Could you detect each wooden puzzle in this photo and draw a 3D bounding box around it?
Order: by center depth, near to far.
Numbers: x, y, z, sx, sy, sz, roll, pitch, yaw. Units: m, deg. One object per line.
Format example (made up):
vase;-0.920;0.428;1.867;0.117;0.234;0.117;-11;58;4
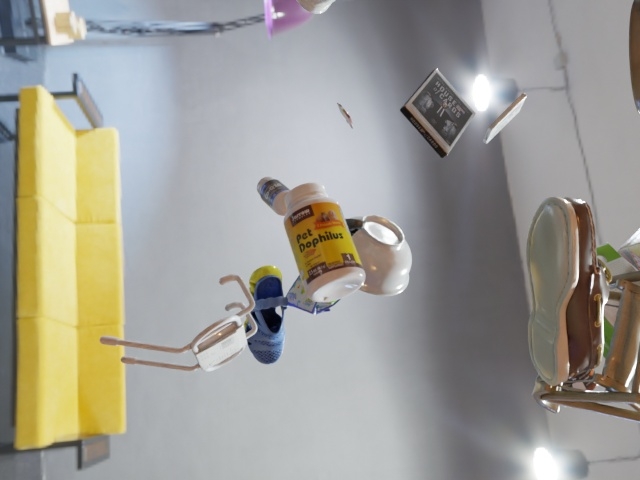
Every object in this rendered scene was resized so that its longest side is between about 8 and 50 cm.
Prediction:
wooden puzzle;0.058;-0.296;1.527;0.049;0.006;0.083;55;1;16

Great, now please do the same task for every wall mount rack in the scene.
wall mount rack;-0.284;0.208;1.394;0.130;0.304;0.350;56;-16;17

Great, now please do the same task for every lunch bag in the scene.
lunch bag;-0.016;0.152;1.911;0.128;0.151;0.096;15;-45;43

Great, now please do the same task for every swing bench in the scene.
swing bench;0.537;0.198;1.241;0.254;0.165;0.253;-6;-123;50

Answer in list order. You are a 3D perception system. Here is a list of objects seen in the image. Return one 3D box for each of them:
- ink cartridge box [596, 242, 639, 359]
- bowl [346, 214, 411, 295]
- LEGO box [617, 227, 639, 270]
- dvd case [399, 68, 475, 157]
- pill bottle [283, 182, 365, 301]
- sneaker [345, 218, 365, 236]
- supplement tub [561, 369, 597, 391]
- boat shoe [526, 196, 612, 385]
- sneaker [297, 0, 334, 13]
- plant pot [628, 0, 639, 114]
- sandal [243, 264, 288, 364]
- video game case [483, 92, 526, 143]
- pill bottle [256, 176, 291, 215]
ink cartridge box;0.703;0.146;1.576;0.255;0.188;0.097;58;-28;32
bowl;0.159;0.017;1.948;0.298;0.297;0.134;-101;-149;-51
LEGO box;0.978;0.075;1.574;0.372;0.193;0.500;46;7;13
dvd case;0.332;-0.359;1.814;0.029;0.179;0.239;-33;-166;49
pill bottle;0.000;0.000;1.235;0.117;0.117;0.215;98;-24;-61
sneaker;0.051;-0.004;1.549;0.170;0.051;0.089;-2;-96;58
supplement tub;0.644;0.307;1.713;0.198;0.106;0.106;59;-1;-11
boat shoe;0.386;0.075;0.996;0.116;0.096;0.325;-122;-159;-62
sneaker;-0.014;-0.616;1.273;0.152;0.114;0.305;-9;-77;58
plant pot;0.994;-0.509;1.720;0.323;0.280;0.323;1;89;-54
sandal;-0.154;0.239;1.898;0.138;0.126;0.318;-126;-149;-56
video game case;0.590;-0.390;2.086;0.019;0.157;0.143;45;-1;12
pill bottle;-0.129;-0.131;1.880;0.137;0.078;0.078;42;-41;50
